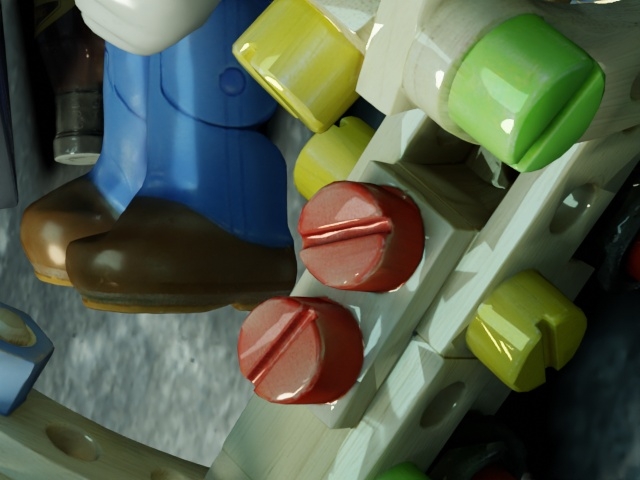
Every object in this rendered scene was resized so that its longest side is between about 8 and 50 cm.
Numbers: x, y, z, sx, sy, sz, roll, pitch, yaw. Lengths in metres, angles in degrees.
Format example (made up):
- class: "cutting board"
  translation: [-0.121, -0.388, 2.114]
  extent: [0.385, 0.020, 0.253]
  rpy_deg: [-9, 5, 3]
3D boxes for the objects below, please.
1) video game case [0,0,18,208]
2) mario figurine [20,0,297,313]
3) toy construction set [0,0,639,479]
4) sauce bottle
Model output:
- class: "video game case"
  translation: [-0.149, -0.172, 0.696]
  extent: [0.196, 0.026, 0.274]
  rpy_deg: [109, 156, -71]
- class: "mario figurine"
  translation: [-0.079, -0.140, 0.600]
  extent: [0.198, 0.170, 0.320]
  rpy_deg: [5, 94, 33]
- class: "toy construction set"
  translation: [0.000, 0.000, 0.460]
  extent: [0.328, 0.215, 0.151]
  rpy_deg: [-44, 64, 24]
- class: "sauce bottle"
  translation: [-0.099, -0.096, 0.713]
  extent: [0.042, 0.042, 0.128]
  rpy_deg: [-12, 77, 46]
